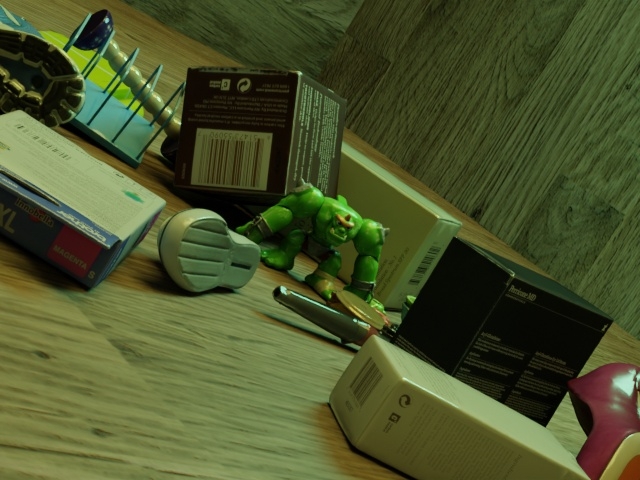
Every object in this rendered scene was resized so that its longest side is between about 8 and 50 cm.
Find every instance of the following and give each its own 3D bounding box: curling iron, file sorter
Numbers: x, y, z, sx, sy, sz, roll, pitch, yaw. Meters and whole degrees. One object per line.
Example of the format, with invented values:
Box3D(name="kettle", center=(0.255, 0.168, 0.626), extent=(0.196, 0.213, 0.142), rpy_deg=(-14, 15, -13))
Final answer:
Box3D(name="curling iron", center=(0.036, 0.103, 1.554), extent=(0.274, 0.035, 0.068), rpy_deg=(24, 8, -47))
Box3D(name="file sorter", center=(-0.278, -0.205, 1.779), extent=(0.170, 0.104, 0.118), rpy_deg=(35, 25, -15))

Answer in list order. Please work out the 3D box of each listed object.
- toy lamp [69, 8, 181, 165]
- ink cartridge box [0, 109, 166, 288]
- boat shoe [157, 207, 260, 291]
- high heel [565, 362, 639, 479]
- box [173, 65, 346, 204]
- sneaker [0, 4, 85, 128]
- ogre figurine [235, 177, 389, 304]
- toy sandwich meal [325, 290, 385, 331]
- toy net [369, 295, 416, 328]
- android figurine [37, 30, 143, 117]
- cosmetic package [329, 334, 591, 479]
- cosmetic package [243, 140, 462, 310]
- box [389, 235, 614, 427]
Box3D(name="toy lamp", center=(-0.243, -0.200, 1.897), extent=(0.275, 0.080, 0.080), rpy_deg=(49, 1, -28))
Box3D(name="ink cartridge box", center=(-0.258, -0.043, 1.261), extent=(0.185, 0.065, 0.311), rpy_deg=(32, 7, -4))
Box3D(name="boat shoe", center=(-0.135, 0.010, 1.394), extent=(0.075, 0.083, 0.226), rpy_deg=(23, -6, 17))
Box3D(name="high heel", center=(0.289, 0.239, 1.444), extent=(0.181, 0.127, 0.377), rpy_deg=(-4, 12, 35))
Box3D(name="box", center=(-0.079, -0.136, 1.831), extent=(0.168, 0.167, 0.203), rpy_deg=(5, -3, 19))
Box3D(name="sneaker", center=(-0.432, -0.246, 1.644), extent=(0.330, 0.130, 0.147), rpy_deg=(38, -2, -3))
Box3D(name="ogre figurine", center=(0.000, 0.000, 1.717), extent=(0.197, 0.118, 0.097), rpy_deg=(32, 9, 3))
Box3D(name="toy sandwich meal", center=(0.044, 0.092, 1.666), extent=(0.085, 0.029, 0.085), rpy_deg=(36, 10, -7))
Box3D(name="toy net", center=(0.124, 0.119, 1.733), extent=(0.122, 0.045, 0.232), rpy_deg=(30, 9, -15))
Box3D(name="android figurine", center=(-0.371, -0.246, 1.966), extent=(0.248, 0.056, 0.273), rpy_deg=(32, 12, 5))
Box3D(name="cosmetic package", center=(0.131, 0.189, 1.272), extent=(0.231, 0.085, 0.117), rpy_deg=(31, 9, -19))
Box3D(name="cosmetic package", center=(0.033, -0.047, 1.952), extent=(0.309, 0.160, 0.113), rpy_deg=(35, 10, 22))
Box3D(name="box", center=(0.209, 0.121, 1.570), extent=(0.103, 0.184, 0.261), rpy_deg=(40, 11, 38))
